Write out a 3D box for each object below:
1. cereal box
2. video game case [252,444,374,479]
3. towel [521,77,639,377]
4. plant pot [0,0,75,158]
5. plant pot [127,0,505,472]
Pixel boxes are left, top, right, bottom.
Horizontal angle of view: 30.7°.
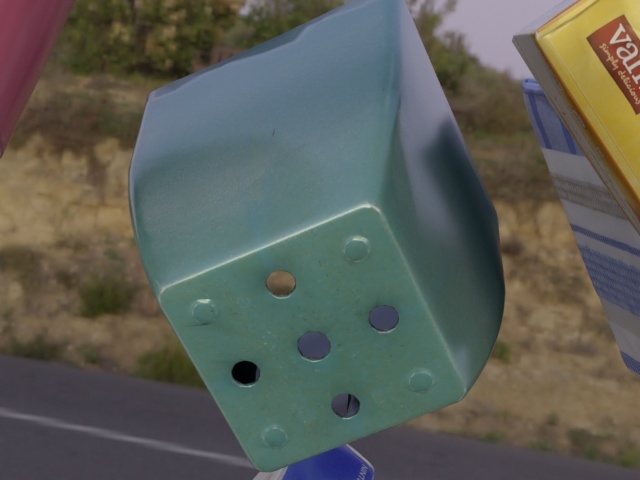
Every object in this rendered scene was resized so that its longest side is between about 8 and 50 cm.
[{"bbox_3d":[0.151,-0.032,0.518,0.047,0.173,0.240,-34,3,11],"label":"cereal box"},{"bbox_3d":[-0.084,0.251,0.639,0.061,0.244,0.269,40,22,-1],"label":"video game case"},{"bbox_3d":[0.249,0.002,0.925,0.034,0.285,0.209,-25,11,-5],"label":"towel"},{"bbox_3d":[-0.212,-0.142,0.608,0.201,0.180,0.201,9,-13,2],"label":"plant pot"},{"bbox_3d":[0.000,0.000,0.603,0.165,0.165,0.234,-22,22,11],"label":"plant pot"}]
